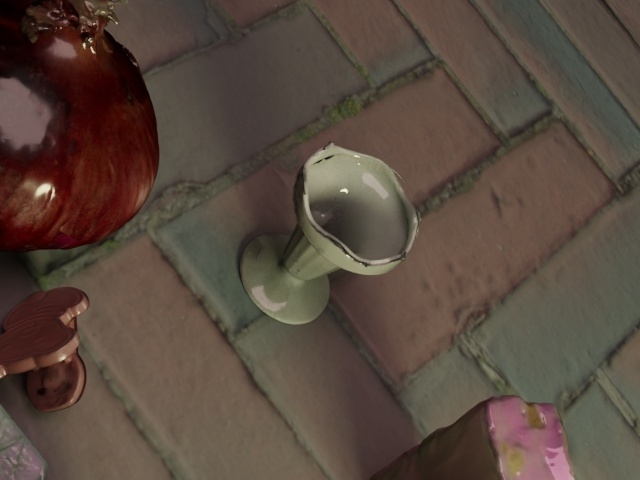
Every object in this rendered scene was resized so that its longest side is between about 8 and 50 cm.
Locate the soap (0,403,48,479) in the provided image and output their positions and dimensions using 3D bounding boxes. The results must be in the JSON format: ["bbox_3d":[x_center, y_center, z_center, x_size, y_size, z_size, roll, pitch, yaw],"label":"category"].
[{"bbox_3d":[-0.387,0.169,1.139,0.261,0.094,0.150,51,46,3],"label":"soap"}]

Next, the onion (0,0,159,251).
[{"bbox_3d":[-0.309,-0.163,1.279,0.347,0.285,0.348,31,31,-21],"label":"onion"}]

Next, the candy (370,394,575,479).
[{"bbox_3d":[0.166,0.286,1.335,0.115,0.265,0.156,3,60,-29],"label":"candy"}]

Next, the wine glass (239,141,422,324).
[{"bbox_3d":[0.000,0.000,1.453,0.164,0.196,0.165,19,52,-27],"label":"wine glass"}]

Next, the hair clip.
[{"bbox_3d":[-0.290,0.096,1.246,0.102,0.123,0.138,59,22,-58],"label":"hair clip"}]
